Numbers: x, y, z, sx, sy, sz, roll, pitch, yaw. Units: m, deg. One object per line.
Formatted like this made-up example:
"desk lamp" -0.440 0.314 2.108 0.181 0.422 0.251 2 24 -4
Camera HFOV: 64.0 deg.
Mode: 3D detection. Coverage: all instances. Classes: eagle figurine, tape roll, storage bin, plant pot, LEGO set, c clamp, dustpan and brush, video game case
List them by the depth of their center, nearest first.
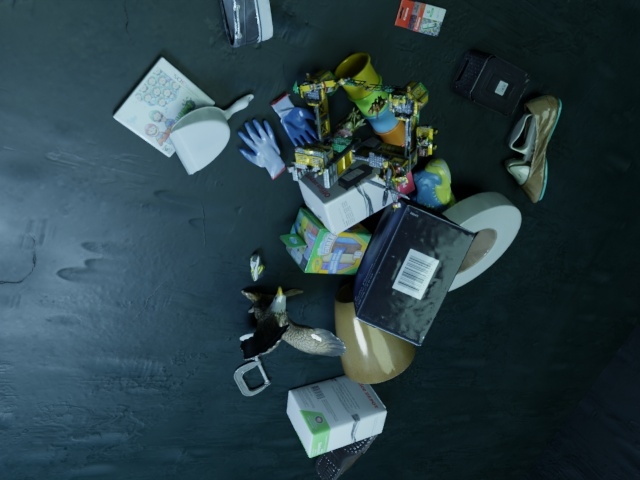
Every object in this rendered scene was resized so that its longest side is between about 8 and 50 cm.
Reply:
"video game case" -0.322 -0.274 1.064 0.157 0.019 0.143 -48 130 6
"LEGO set" 0.064 -0.221 1.097 0.192 0.331 0.255 -48 152 -42
"dustpan and brush" -0.224 -0.250 1.107 0.211 0.060 0.147 -32 154 -10
"eagle figurine" -0.104 0.227 1.326 0.226 0.298 0.225 -33 131 -7
"storage bin" 0.455 -0.420 1.369 0.180 0.084 0.122 11 113 -33
"plant pot" 0.140 0.257 1.552 0.237 0.237 0.255 -27 115 -12
"c clamp" -0.195 0.413 1.575 0.137 0.022 0.161 -22 127 -16
"tape roll" 0.440 0.017 1.584 0.391 0.072 0.392 -22 144 -16

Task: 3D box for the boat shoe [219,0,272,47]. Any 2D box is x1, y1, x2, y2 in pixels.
"boat shoe" -0.170 -0.512 0.948 0.102 0.108 0.301 -25 136 -16

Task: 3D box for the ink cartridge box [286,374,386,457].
"ink cartridge box" 0.051 0.568 1.698 0.272 0.198 0.115 -8 123 -25

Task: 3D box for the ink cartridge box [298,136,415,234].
"ink cartridge box" 0.085 -0.141 1.279 0.237 0.172 0.100 -30 128 -10

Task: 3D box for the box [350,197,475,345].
"box" 0.213 0.057 1.300 0.182 0.294 0.297 24 100 -3

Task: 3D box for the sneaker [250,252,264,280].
"sneaker" -0.167 0.068 1.369 0.035 0.031 0.083 -17 132 -37

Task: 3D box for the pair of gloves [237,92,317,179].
"pair of gloves" -0.094 -0.248 1.207 0.198 0.023 0.159 -42 129 -5

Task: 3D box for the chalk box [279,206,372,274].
"chalk box" 0.000 0.000 1.349 0.212 0.132 0.132 6 117 -33

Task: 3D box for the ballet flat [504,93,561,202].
"ballet flat" 0.633 -0.273 1.559 0.124 0.116 0.343 -4 123 -4

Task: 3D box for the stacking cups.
"stacking cups" 0.147 -0.307 1.263 0.096 0.096 0.316 -42 132 0

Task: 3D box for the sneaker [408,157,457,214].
"sneaker" 0.323 -0.131 1.494 0.126 0.091 0.240 -21 130 7

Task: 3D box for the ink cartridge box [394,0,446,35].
"ink cartridge box" 0.236 -0.527 1.211 0.115 0.029 0.063 -1 120 -30

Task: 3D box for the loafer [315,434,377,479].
"loafer" 0.111 0.747 1.915 0.130 0.134 0.366 -3 134 -55
